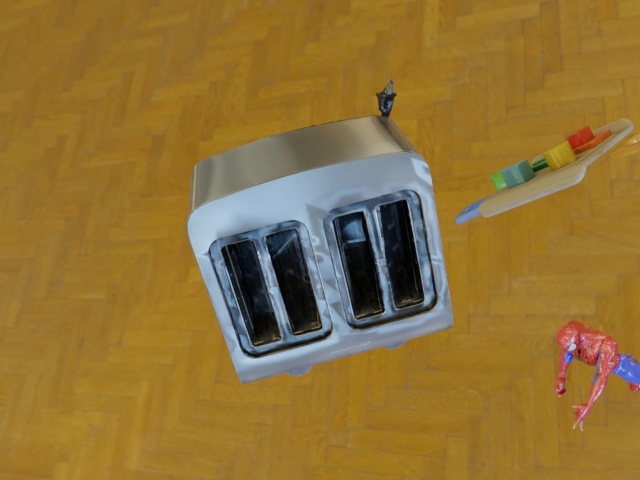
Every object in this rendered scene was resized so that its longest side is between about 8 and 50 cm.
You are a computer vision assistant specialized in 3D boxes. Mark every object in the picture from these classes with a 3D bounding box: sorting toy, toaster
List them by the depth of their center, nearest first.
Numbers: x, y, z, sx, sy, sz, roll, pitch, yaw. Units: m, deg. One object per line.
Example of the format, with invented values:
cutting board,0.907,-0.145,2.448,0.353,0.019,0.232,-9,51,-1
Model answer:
toaster,0.000,0.000,0.447,0.168,0.185,0.110,-15,25,-2
sorting toy,0.342,-0.118,0.897,0.196,0.348,0.047,-36,97,-37

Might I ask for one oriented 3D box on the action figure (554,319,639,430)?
action figure,0.395,0.204,0.849,0.139,0.280,0.091,-60,33,-2
